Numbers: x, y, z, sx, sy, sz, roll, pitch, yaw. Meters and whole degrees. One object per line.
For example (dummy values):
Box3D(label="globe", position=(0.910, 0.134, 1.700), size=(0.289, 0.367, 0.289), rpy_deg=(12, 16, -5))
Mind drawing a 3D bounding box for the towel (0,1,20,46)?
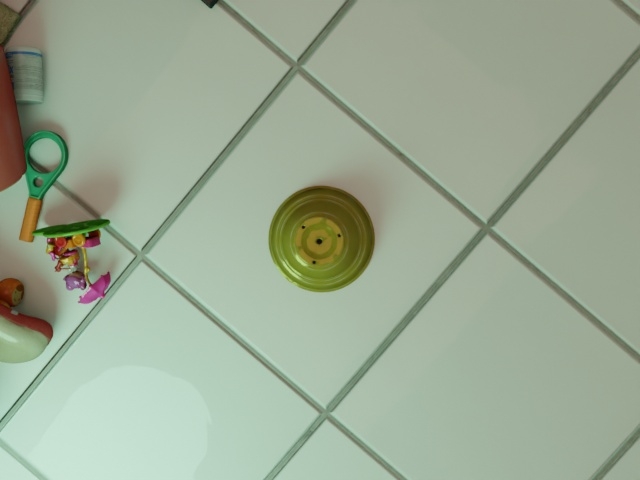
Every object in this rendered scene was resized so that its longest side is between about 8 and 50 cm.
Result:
Box3D(label="towel", position=(-0.688, -0.426, 1.547), size=(0.110, 0.027, 0.148), rpy_deg=(37, 94, 0))

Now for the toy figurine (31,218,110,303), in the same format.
Box3D(label="toy figurine", position=(-0.490, 0.049, 1.531), size=(0.173, 0.130, 0.159), rpy_deg=(-3, 103, 25))

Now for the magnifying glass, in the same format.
Box3D(label="magnifying glass", position=(-0.579, -0.111, 1.560), size=(0.092, 0.026, 0.231), rpy_deg=(14, 95, 2))

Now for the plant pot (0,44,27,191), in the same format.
Box3D(label="plant pot", position=(-0.688, -0.214, 1.432), size=(0.274, 0.275, 0.243), rpy_deg=(-9, 120, 4))

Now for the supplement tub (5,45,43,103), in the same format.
Box3D(label="supplement tub", position=(-0.592, -0.330, 1.525), size=(0.070, 0.071, 0.107), rpy_deg=(-1, 92, 3))

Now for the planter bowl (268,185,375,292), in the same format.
Box3D(label="planter bowl", position=(0.000, 0.000, 1.502), size=(0.217, 0.090, 0.217), rpy_deg=(0, 93, 2))

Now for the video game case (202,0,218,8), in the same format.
Box3D(label="video game case", position=(-0.239, -0.646, 1.507), size=(0.275, 0.035, 0.248), rpy_deg=(42, 94, -1))

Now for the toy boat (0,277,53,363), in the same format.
Box3D(label="toy boat", position=(-0.643, 0.141, 1.528), size=(0.231, 0.151, 0.151), rpy_deg=(32, 50, -15))
